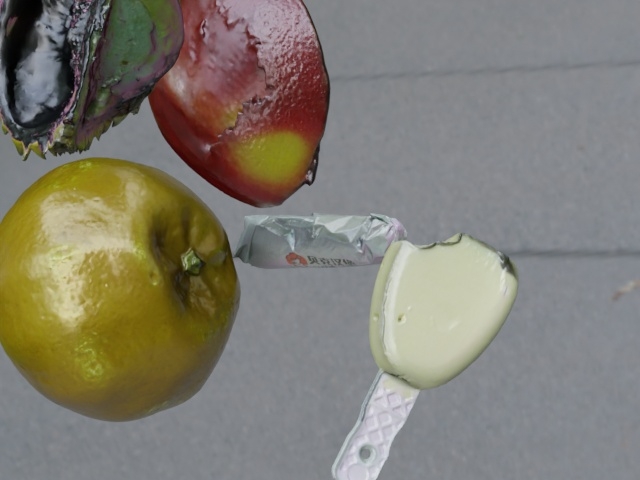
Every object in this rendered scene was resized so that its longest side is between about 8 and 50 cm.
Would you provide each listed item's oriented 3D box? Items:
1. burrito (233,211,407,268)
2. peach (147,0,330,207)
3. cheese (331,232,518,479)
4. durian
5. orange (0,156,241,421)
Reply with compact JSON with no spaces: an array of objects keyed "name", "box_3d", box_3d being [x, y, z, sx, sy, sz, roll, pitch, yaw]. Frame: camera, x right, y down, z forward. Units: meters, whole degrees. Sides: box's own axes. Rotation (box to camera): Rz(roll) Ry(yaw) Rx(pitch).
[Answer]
[{"name":"burrito","box_3d":[0.000,-0.001,1.469,0.203,0.064,0.064,-1,38,31]},{"name":"peach","box_3d":[-0.091,-0.161,1.181,0.189,0.279,0.068,-37,-15,33]},{"name":"cheese","box_3d":[0.079,0.106,1.232,0.127,0.050,0.255,30,77,-6]},{"name":"durian","box_3d":[-0.158,-0.142,0.955,0.119,0.187,0.108,23,7,32]},{"name":"orange","box_3d":[-0.208,0.048,1.407,0.235,0.279,0.279,-22,33,23]}]
